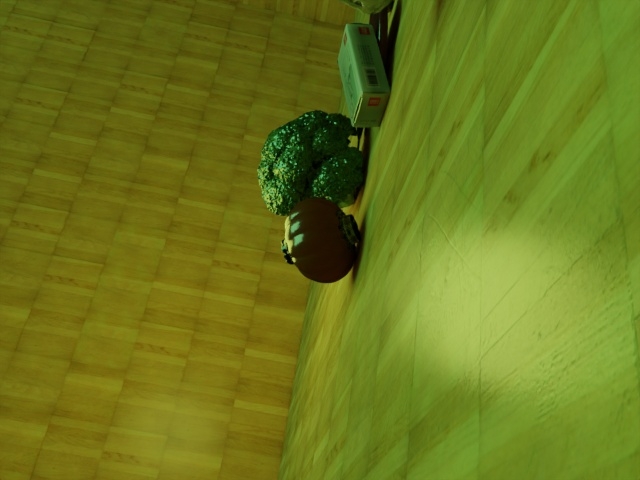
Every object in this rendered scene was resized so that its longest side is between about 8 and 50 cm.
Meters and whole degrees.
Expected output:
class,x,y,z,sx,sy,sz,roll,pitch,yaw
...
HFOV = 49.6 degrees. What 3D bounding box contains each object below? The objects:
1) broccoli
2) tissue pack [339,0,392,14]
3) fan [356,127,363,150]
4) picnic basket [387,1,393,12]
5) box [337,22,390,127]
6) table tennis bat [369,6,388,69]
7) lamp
class,x,y,z,sx,sy,sz,roll,pitch,yaw
broccoli,-0.031,-0.224,2.050,0.413,0.310,0.321,-12,80,50
tissue pack,0.107,-0.646,1.221,0.297,0.207,0.380,-35,46,50
fan,0.125,-0.378,2.128,0.223,0.012,0.294,76,-156,-70
picnic basket,0.192,-0.745,2.118,0.072,0.072,0.083,-153,74,-86
box,0.111,-0.439,1.838,0.135,0.079,0.269,107,158,-55
table tennis bat,0.157,-0.599,1.967,0.268,0.051,0.415,119,153,-83
lamp,0.000,0.000,1.743,0.223,0.196,0.223,58,-160,-34
